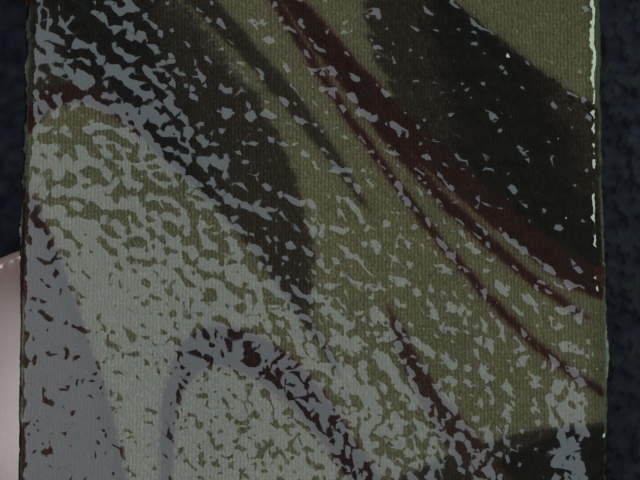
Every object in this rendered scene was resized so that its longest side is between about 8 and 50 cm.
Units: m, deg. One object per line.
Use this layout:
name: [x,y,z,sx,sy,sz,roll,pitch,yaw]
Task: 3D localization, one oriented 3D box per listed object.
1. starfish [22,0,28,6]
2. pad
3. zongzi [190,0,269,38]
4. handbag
starfish: [-0.133,-0.197,0.724,0.293,0.084,0.301,38,99,2]
pad: [0.000,0.000,0.648,0.220,0.004,0.330,0,85,-7]
zongzi: [-0.060,-0.079,0.679,0.113,0.052,0.104,-18,112,-23]
handbag: [-0.074,0.101,0.704,0.179,0.116,0.205,-6,89,5]
